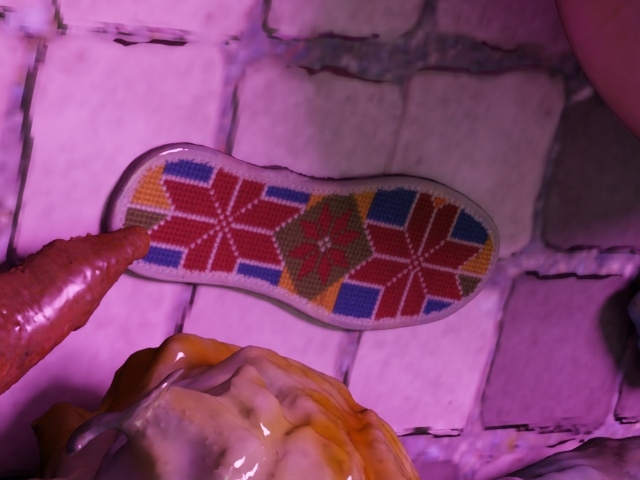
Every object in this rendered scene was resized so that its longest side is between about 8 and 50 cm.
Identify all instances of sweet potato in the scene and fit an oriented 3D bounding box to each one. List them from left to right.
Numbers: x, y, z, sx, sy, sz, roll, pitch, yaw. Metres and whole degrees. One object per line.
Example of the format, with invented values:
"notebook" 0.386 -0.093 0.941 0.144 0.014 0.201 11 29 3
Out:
"sweet potato" -0.142 0.042 0.592 0.226 0.068 0.068 -39 132 -40

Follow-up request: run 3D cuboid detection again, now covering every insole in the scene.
"insole" 0.000 0.000 0.718 0.193 0.006 0.065 12 103 -42

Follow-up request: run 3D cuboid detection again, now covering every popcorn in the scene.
"popcorn" -0.053 0.131 0.621 0.212 0.198 0.198 -19 122 -23

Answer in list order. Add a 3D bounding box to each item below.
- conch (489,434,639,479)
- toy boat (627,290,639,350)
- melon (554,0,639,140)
"conch" 0.137 0.164 0.766 0.277 0.220 0.195 40 102 -23
"toy boat" 0.261 -0.027 0.865 0.276 0.084 0.111 -43 133 -16
"melon" 0.229 -0.116 0.700 0.317 0.223 0.223 -10 117 -37
